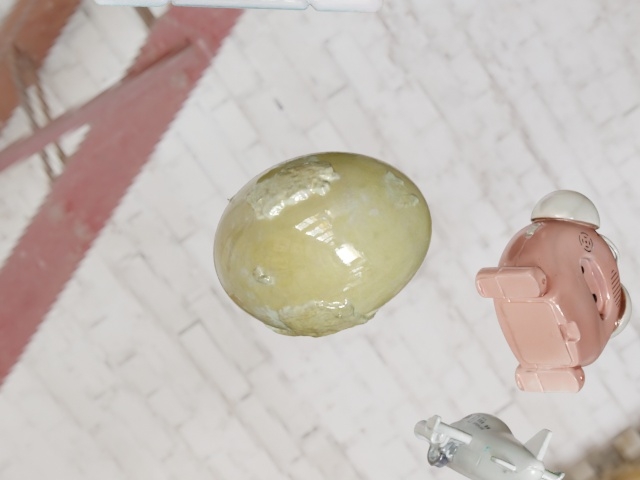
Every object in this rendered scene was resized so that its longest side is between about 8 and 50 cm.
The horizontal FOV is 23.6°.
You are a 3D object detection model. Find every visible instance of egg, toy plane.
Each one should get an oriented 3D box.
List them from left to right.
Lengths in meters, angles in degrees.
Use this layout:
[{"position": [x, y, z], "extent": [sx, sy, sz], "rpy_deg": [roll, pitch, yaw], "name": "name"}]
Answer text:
[{"position": [0.002, 0.002, 1.351], "extent": [0.164, 0.202, 0.164], "rpy_deg": [53, -154, -40], "name": "egg"}, {"position": [0.181, 0.223, 1.609], "extent": [0.174, 0.080, 0.174], "rpy_deg": [22, 173, 3], "name": "toy plane"}]

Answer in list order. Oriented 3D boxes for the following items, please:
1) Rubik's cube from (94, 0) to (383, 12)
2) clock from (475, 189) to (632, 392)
[{"position": [-0.102, -0.438, 1.689], "extent": [0.316, 0.322, 0.318], "rpy_deg": [-122, 33, -65], "name": "Rubik's cube"}, {"position": [0.240, 0.048, 1.477], "extent": [0.093, 0.162, 0.166], "rpy_deg": [-6, 119, 41], "name": "clock"}]
